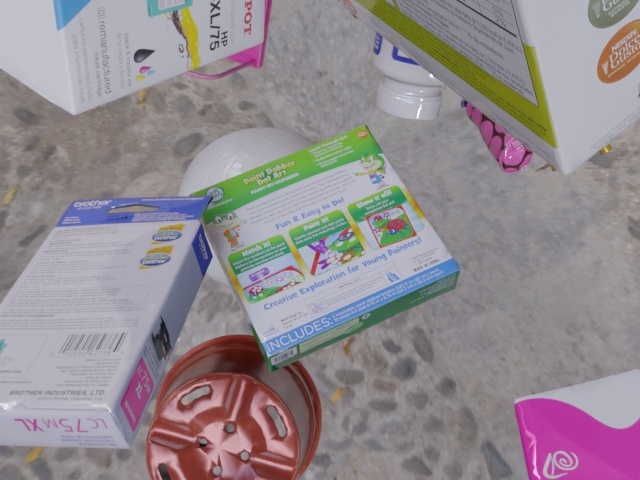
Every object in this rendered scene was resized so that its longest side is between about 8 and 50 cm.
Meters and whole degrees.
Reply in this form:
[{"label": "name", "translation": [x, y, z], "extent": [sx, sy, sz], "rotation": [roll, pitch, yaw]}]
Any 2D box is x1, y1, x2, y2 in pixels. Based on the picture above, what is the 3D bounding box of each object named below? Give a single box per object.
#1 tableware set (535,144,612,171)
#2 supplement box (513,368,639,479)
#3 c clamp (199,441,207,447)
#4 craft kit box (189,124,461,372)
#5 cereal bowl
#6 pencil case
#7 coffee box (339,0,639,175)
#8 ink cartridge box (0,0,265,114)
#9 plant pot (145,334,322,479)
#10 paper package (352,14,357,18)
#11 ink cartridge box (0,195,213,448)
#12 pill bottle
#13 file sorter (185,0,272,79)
[{"label": "tableware set", "translation": [0.472, -0.153, 1.461], "extent": [0.104, 0.154, 0.024], "rotation": [-32, 94, -19]}, {"label": "supplement box", "translation": [0.256, 0.226, 0.692], "extent": [0.113, 0.111, 0.220], "rotation": [-17, 132, 16]}, {"label": "c clamp", "translation": [-0.214, 0.393, 1.297], "extent": [0.160, 0.022, 0.137], "rotation": [-43, 103, -28]}, {"label": "craft kit box", "translation": [0.000, 0.000, 0.970], "extent": [0.249, 0.061, 0.247], "rotation": [-22, 63, -11]}, {"label": "cereal bowl", "translation": [-0.106, -0.031, 1.485], "extent": [0.338, 0.141, 0.339], "rotation": [-2, 123, -3]}, {"label": "pencil case", "translation": [0.389, -0.246, 1.741], "extent": [0.095, 0.209, 0.098], "rotation": [-12, 137, -11]}, {"label": "coffee box", "translation": [0.176, -0.329, 0.610], "extent": [0.337, 0.334, 0.338], "rotation": [-39, 52, -2]}, {"label": "ink cartridge box", "translation": [-0.218, -0.298, 0.860], "extent": [0.197, 0.270, 0.198], "rotation": [32, 136, 29]}, {"label": "plant pot", "translation": [-0.129, 0.280, 1.151], "extent": [0.272, 0.265, 0.273], "rotation": [0, 86, -1]}, {"label": "paper package", "translation": [0.167, -0.642, 1.640], "extent": [0.168, 0.309, 0.325], "rotation": [47, 118, -7]}, {"label": "ink cartridge box", "translation": [-0.227, 0.067, 0.806], "extent": [0.185, 0.311, 0.065], "rotation": [-3, 131, 15]}, {"label": "pill bottle", "translation": [0.168, -0.346, 1.313], "extent": [0.152, 0.152, 0.272], "rotation": [10, 117, 1]}, {"label": "file sorter", "translation": [-0.205, -0.438, 1.330], "extent": [0.202, 0.182, 0.291], "rotation": [20, 120, 16]}]
